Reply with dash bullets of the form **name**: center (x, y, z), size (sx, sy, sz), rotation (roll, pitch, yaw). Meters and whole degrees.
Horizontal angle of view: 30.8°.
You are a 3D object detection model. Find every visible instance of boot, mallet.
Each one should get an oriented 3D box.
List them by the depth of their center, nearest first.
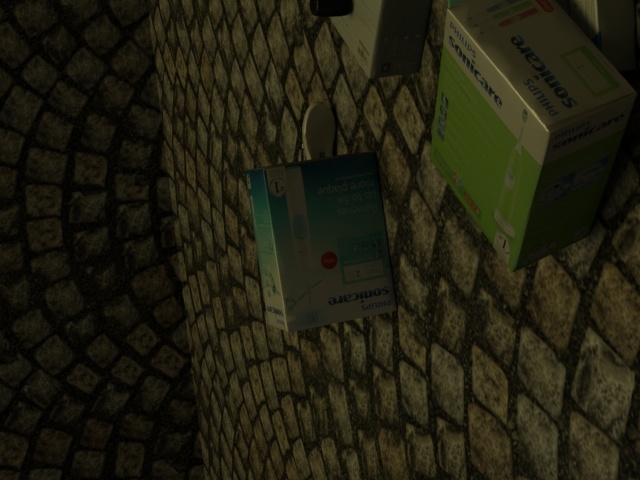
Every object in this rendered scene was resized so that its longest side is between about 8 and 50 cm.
- **mallet**: center (0.038, -0.430, 1.790), size (0.039, 0.062, 0.190), rotation (60, 138, 44)
- **boot**: center (-0.014, -0.189, 2.273), size (0.086, 0.069, 0.190), rotation (-136, 39, -56)

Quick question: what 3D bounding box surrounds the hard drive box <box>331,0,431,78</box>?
- **hard drive box**: center (0.097, -0.401, 1.813), size (0.232, 0.089, 0.181), rotation (98, 154, -43)

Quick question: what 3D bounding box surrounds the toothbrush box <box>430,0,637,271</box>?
- **toothbrush box**: center (0.239, -0.132, 1.375), size (0.206, 0.122, 0.283), rotation (57, 164, 30)

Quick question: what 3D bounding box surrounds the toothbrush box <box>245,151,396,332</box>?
- **toothbrush box**: center (0.000, 0.000, 2.104), size (0.126, 0.216, 0.296), rotation (-170, 72, -70)

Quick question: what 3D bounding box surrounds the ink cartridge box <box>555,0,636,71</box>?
- **ink cartridge box**: center (0.307, -0.240, 1.341), size (0.122, 0.052, 0.089), rotation (-154, 56, -69)

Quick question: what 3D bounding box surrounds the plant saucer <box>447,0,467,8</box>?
- **plant saucer**: center (0.222, -0.331, 1.599), size (0.192, 0.018, 0.067), rotation (-141, 44, -62)
